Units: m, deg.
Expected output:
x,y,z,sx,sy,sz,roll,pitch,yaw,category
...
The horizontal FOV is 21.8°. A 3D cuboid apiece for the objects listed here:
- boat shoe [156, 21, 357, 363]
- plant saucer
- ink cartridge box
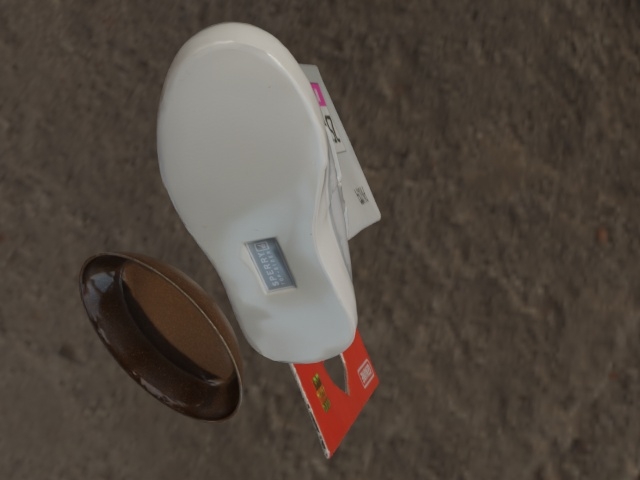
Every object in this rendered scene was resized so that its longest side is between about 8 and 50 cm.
x,y,z,sx,sy,sz,roll,pitch,yaw,category
-0.019,-0.026,0.669,0.066,0.063,0.184,-12,138,12,boat shoe
-0.140,0.082,1.542,0.198,0.036,0.199,28,143,24,plant saucer
0.000,0.000,1.114,0.060,0.275,0.239,-24,91,10,ink cartridge box
